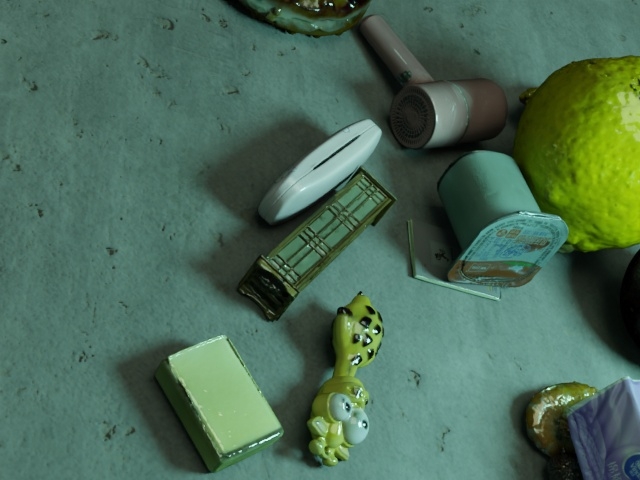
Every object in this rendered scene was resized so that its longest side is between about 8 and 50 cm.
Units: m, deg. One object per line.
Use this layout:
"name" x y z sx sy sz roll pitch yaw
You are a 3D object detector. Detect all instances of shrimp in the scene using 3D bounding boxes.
"shrimp" 0.415 0.303 1.816 0.187 0.051 0.132 -17 88 -34

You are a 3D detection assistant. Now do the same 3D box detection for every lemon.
"lemon" 0.526 -0.153 1.990 0.350 0.350 0.387 19 92 -18

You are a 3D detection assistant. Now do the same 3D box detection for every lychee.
"lychee" 0.398 0.372 1.731 0.067 0.068 0.083 1 73 -4

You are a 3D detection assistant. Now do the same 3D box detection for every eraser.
"eraser" -0.144 0.229 1.521 0.117 0.058 0.172 -19 68 -39

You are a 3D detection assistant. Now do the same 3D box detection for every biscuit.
"biscuit" -0.021 -0.529 2.129 0.268 0.115 0.366 37 47 0

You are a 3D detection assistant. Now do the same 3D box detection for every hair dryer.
"hair dryer" 0.196 -0.330 2.117 0.210 0.125 0.352 -11 56 -37

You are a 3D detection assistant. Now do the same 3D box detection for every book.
"book" 0.240 0.035 1.927 0.182 0.014 0.127 15 50 -21

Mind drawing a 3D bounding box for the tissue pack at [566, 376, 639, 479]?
"tissue pack" 0.534 0.401 1.655 0.242 0.160 0.338 35 30 -30

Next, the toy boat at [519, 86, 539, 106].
"toy boat" 0.540 -0.269 2.281 0.318 0.099 0.141 3 52 -26

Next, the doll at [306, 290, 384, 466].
"doll" 0.039 0.204 1.632 0.117 0.086 0.291 50 40 -32

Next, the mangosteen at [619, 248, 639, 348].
"mangosteen" 0.692 0.103 1.961 0.288 0.288 0.288 16 50 -20

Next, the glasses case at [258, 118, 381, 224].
"glasses case" 0.003 -0.119 1.833 0.075 0.113 0.297 46 46 4

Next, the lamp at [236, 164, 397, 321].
"lamp" 0.000 0.000 1.759 0.089 0.090 0.325 43 47 4

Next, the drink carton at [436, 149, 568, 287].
"drink carton" 0.312 -0.046 1.903 0.185 0.191 0.189 8 46 -24
